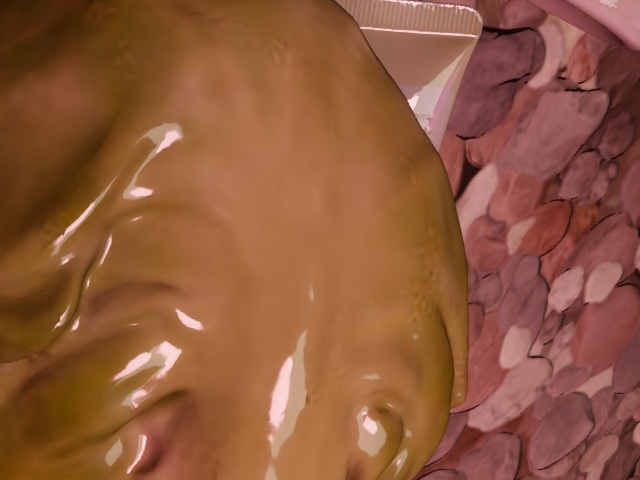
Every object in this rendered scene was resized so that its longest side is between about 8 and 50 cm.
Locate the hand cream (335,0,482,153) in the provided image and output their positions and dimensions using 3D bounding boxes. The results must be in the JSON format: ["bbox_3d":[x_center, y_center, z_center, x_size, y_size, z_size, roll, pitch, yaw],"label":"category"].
[{"bbox_3d":[0.000,0.000,0.776,0.147,0.093,0.306,6,119,-5],"label":"hand cream"}]

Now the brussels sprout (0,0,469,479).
[{"bbox_3d":[-0.098,0.012,0.568,0.247,0.328,0.328,-13,125,-36],"label":"brussels sprout"}]

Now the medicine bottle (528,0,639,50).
[{"bbox_3d":[0.192,-0.246,0.734,0.144,0.144,0.252,21,101,-45],"label":"medicine bottle"}]
